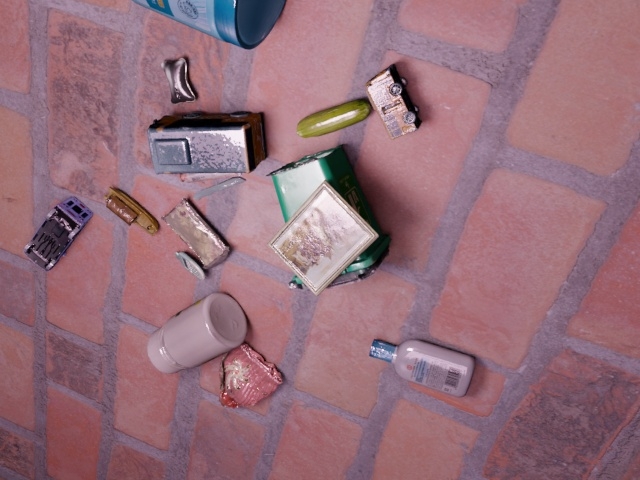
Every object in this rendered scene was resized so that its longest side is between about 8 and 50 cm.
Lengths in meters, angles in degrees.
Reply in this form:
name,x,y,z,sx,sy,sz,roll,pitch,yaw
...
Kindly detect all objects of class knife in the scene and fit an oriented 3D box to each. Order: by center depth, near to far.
name,x,y,z,sx,sy,sz,roll,pitch,yaw
knife,-0.335,-0.173,1.972,0.210,0.015,0.028,-19,100,26

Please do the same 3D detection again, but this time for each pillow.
name,x,y,z,sx,sy,sz,roll,pitch,yaw
pillow,-0.435,-0.485,1.837,0.091,0.055,0.136,14,121,50
pillow,-0.417,-0.024,2.046,0.255,0.059,0.169,50,131,-5

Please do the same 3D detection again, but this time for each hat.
name,x,y,z,sx,sy,sz,roll,pitch,yaw
hat,-0.295,0.533,2.244,0.236,0.107,0.286,41,117,9

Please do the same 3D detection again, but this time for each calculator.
name,x,y,z,sx,sy,sz,roll,pitch,yaw
calculator,-0.459,0.086,2.108,0.153,0.021,0.095,37,152,26

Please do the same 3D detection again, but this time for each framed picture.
name,x,y,z,sx,sy,sz,roll,pitch,yaw
framed picture,0.000,0.000,1.649,0.217,0.017,0.274,44,116,5

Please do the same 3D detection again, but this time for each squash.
name,x,y,z,sx,sy,sz,roll,pitch,yaw
squash,0.034,-0.347,1.723,0.239,0.069,0.069,-13,109,25

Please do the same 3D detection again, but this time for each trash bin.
name,x,y,z,sx,sy,sz,roll,pitch,yaw
trash bin,0.008,-0.063,1.776,0.295,0.259,0.381,-16,102,26

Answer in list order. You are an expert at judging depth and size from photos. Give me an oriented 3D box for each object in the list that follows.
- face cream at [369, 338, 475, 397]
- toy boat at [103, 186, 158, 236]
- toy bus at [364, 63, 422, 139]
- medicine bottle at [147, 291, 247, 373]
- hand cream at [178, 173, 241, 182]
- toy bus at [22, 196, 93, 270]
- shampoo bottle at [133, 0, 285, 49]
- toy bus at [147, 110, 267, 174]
name,x,y,z,sx,sy,sz,roll,pitch,yaw
face cream,0.327,0.403,1.969,0.336,0.080,0.163,16,120,13
toy boat,-0.662,-0.095,2.087,0.226,0.088,0.068,40,120,-1
toy bus,0.197,-0.377,1.636,0.103,0.091,0.182,-21,108,27
medicine bottle,-0.448,0.341,2.149,0.339,0.208,0.208,-29,102,29
hand cream,-0.361,-0.224,1.945,0.209,0.043,0.067,-8,110,16
toy bus,-0.966,-0.022,2.209,0.125,0.133,0.292,42,119,-9
shampoo bottle,-0.284,-0.704,1.517,0.342,0.331,0.331,25,120,9
toy bus,-0.340,-0.291,1.797,0.323,0.194,0.162,0,115,9
